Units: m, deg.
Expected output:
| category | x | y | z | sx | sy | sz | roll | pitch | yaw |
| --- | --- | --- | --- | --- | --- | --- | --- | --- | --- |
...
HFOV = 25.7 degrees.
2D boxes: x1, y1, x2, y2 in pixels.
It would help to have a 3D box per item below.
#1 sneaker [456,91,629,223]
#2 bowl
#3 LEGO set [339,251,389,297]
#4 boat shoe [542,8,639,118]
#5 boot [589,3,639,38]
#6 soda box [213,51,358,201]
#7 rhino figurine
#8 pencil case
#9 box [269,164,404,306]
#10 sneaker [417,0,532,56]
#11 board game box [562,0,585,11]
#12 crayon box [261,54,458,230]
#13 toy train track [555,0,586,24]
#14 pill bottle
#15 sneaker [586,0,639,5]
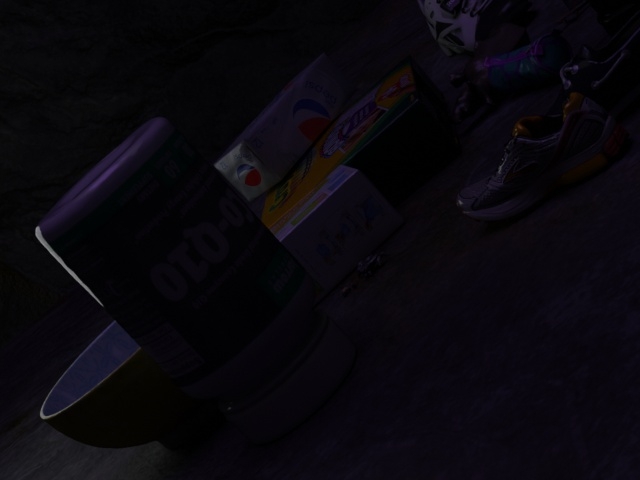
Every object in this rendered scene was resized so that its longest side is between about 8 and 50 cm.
| category | x | y | z | sx | sy | sz | roll | pitch | yaw |
| --- | --- | --- | --- | --- | --- | --- | --- | --- | --- |
| sneaker | 0.241 | -0.097 | 1.609 | 0.225 | 0.093 | 0.088 | -33 | 15 | 37 |
| bowl | -0.218 | 0.187 | 1.888 | 0.289 | 0.156 | 0.289 | -39 | 14 | 11 |
| LEGO set | 0.054 | 0.039 | 1.867 | 0.083 | 0.023 | 0.054 | -45 | 13 | -13 |
| boat shoe | 0.338 | -0.199 | 1.656 | 0.302 | 0.091 | 0.114 | -39 | 13 | 14 |
| boot | 0.430 | -0.453 | 1.835 | 0.348 | 0.260 | 0.131 | -37 | 14 | 24 |
| soda box | -0.053 | -0.190 | 2.328 | 0.098 | 0.091 | 0.286 | -34 | 13 | 45 |
| rhino figurine | 0.250 | -0.251 | 2.136 | 0.106 | 0.073 | 0.243 | -33 | 17 | 45 |
| pencil case | 0.297 | -0.253 | 2.005 | 0.151 | 0.070 | 0.064 | -14 | 55 | 67 |
| box | 0.000 | 0.000 | 1.975 | 0.203 | 0.103 | 0.114 | -43 | 13 | -5 |
| sneaker | 0.255 | -0.415 | 2.504 | 0.122 | 0.146 | 0.330 | -43 | 14 | -13 |
| board game box | 0.471 | -0.469 | 2.225 | 0.194 | 0.060 | 0.194 | -33 | 16 | 31 |
| crayon box | 0.057 | -0.125 | 2.210 | 0.313 | 0.106 | 0.363 | -39 | 12 | 12 |
| toy train track | 0.401 | -0.357 | 2.174 | 0.083 | 0.014 | 0.048 | -37 | 5 | -6 |
| pill bottle | -0.137 | 0.052 | 1.628 | 0.204 | 0.361 | 0.204 | -40 | 13 | 11 |
| sneaker | 0.440 | -0.337 | 1.665 | 0.286 | 0.109 | 0.130 | -15 | 33 | 24 |
